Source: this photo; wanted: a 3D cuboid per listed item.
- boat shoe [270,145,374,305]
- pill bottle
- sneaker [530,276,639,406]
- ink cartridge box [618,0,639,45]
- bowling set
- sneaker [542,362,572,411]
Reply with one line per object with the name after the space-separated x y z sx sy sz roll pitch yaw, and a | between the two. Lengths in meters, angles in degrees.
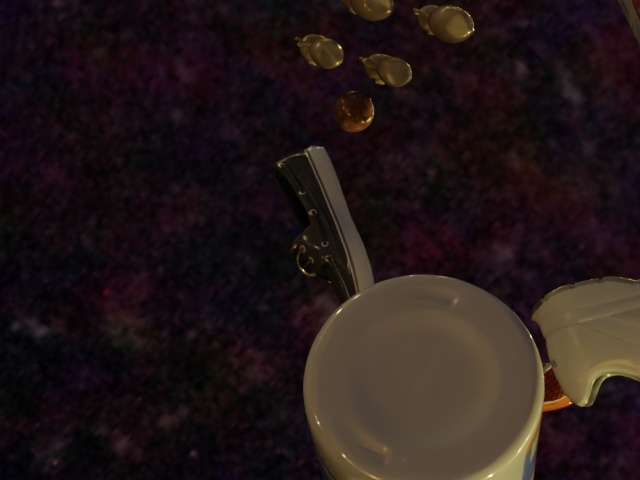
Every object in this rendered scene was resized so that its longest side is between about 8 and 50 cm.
0.000 0.000 1.518 0.076 0.080 0.229 -15 67 -9 | boat shoe
0.074 0.148 0.972 0.152 0.272 0.152 -2 61 4 | pill bottle
0.364 0.085 1.379 0.111 0.297 0.129 28 49 -69 | sneaker
0.398 -0.367 1.693 0.273 0.114 0.197 67 8 13 | ink cartridge box
0.039 -0.253 1.840 0.287 0.200 0.154 19 9 -13 | bowling set
0.203 0.174 1.558 0.067 0.175 0.064 44 48 -59 | sneaker
